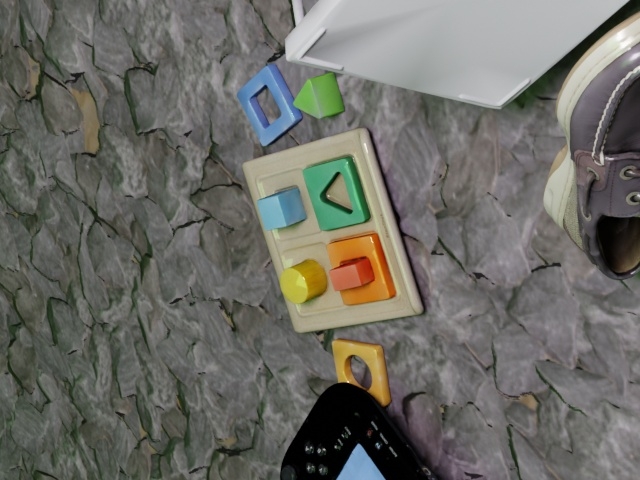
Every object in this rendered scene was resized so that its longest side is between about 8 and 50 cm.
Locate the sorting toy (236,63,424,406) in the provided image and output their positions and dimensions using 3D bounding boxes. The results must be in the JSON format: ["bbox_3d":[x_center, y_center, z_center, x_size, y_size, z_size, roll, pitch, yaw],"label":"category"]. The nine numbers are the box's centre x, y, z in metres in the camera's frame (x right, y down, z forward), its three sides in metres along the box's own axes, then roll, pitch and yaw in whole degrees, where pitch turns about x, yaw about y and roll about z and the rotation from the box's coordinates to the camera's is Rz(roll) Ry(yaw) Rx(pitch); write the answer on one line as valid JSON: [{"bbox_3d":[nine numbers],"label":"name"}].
[{"bbox_3d":[0.000,0.000,1.355,0.196,0.047,0.347,-12,98,50],"label":"sorting toy"}]

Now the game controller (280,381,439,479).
[{"bbox_3d":[0.070,0.284,1.325,0.319,0.067,0.166,52,137,34],"label":"game controller"}]

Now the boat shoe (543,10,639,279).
[{"bbox_3d":[0.218,-0.059,0.978,0.092,0.103,0.285,59,167,22],"label":"boat shoe"}]

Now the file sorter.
[{"bbox_3d":[0.116,-0.248,0.986,0.278,0.193,0.173,-41,49,48],"label":"file sorter"}]
